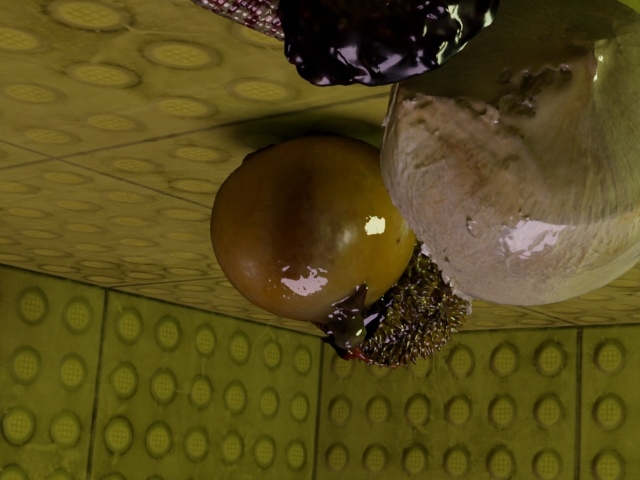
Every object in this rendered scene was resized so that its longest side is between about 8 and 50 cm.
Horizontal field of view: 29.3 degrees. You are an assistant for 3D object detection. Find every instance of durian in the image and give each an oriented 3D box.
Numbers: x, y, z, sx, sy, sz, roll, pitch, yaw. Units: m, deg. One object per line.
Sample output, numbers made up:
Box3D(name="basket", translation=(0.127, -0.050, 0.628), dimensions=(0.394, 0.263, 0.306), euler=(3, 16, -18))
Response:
Box3D(name="durian", translation=(0.123, 0.090, 2.397), dimensions=(0.347, 0.348, 0.384), euler=(14, 173, -40))

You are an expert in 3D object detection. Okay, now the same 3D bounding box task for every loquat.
Box3D(name="loquat", translation=(0.000, 0.000, 1.936), dimensions=(0.328, 0.360, 0.328), euler=(-19, 170, -4))

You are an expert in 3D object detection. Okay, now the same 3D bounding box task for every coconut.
Box3D(name="coconut", translation=(0.232, -0.116, 1.344), dimensions=(0.346, 0.346, 0.360), euler=(4, 147, -2))

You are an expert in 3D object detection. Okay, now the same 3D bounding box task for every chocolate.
Box3D(name="chocolate", translation=(0.040, -0.268, 1.112), dimensions=(0.206, 0.224, 0.177), euler=(38, 166, 47))

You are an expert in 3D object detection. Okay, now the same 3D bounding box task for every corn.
Box3D(name="corn", translation=(-0.061, -0.264, 1.318), dimensions=(0.253, 0.086, 0.086), euler=(13, 165, -35))
